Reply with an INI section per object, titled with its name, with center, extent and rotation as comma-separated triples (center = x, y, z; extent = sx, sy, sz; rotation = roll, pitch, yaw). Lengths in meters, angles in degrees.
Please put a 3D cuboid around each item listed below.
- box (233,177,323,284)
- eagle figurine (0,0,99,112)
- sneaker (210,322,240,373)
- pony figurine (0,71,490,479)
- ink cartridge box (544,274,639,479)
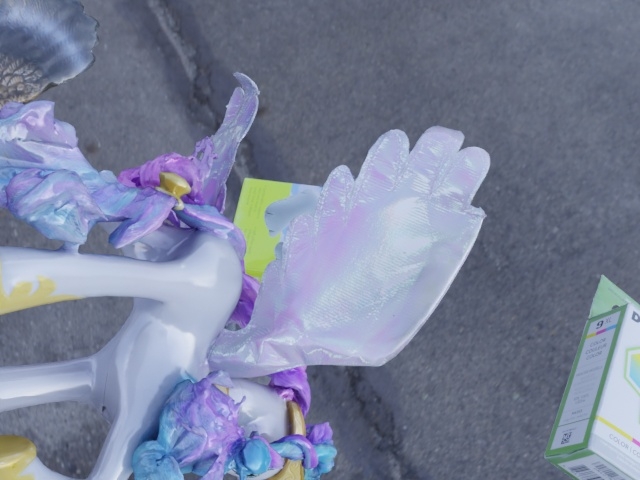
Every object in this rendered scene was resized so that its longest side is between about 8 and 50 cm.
[box]
center = 0.000, 0.000, 0.947
extent = 0.178, 0.042, 0.109
rotation = 7, 62, 8
[eagle figurine]
center = -0.351, -0.104, 0.905
extent = 0.226, 0.225, 0.298
rotation = -18, 28, 23
[sneaker]
center = -0.177, 0.173, 1.385
extent = 0.079, 0.217, 0.121
rotation = 6, 68, -23
[pony figurine]
center = -0.094, 0.039, 0.660
extent = 0.363, 0.303, 0.351
rotation = 19, 92, -44
[ink cartridge box]
center = 0.287, 0.131, 0.841
extent = 0.109, 0.062, 0.209
rotation = 36, 56, -11
